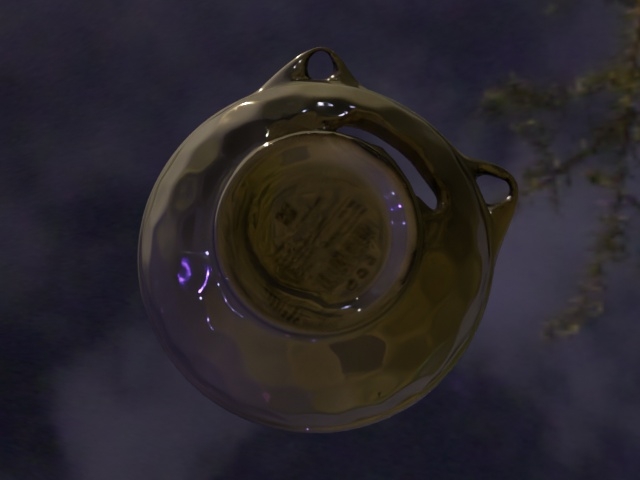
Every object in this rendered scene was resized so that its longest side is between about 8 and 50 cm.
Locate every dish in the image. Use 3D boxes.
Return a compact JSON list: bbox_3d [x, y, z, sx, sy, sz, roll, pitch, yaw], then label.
[{"bbox_3d":[0.000,0.000,1.134,0.303,0.120,0.303,0,-99,0],"label":"dish"}]
